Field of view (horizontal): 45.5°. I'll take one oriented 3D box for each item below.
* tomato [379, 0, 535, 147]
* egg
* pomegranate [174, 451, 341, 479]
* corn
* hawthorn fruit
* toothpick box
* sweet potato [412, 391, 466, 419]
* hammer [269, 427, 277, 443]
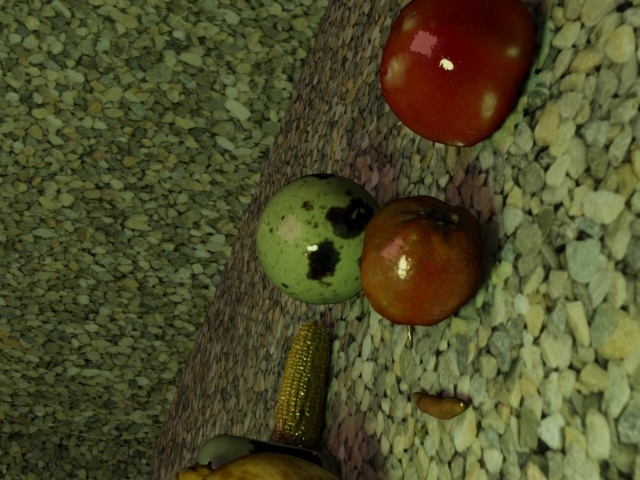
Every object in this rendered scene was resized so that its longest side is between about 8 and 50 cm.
[{"bbox_3d":[0.228,-0.320,1.344,0.298,0.226,0.299,-164,90,-77],"label":"tomato"},{"bbox_3d":[0.000,0.000,1.677,0.379,0.287,0.288,122,162,-78],"label":"egg"},{"bbox_3d":[-0.111,0.534,1.311,0.410,0.409,0.411,-164,90,-73],"label":"pomegranate"},{"bbox_3d":[-0.041,0.342,1.773,0.115,0.115,0.318,131,153,-54],"label":"corn"},{"bbox_3d":[0.160,0.060,1.272,0.211,0.210,0.263,-101,20,-57],"label":"hawthorn fruit"},{"bbox_3d":[-0.143,0.522,1.580,0.229,0.316,0.229,-164,90,-74],"label":"toothpick box"},{"bbox_3d":[0.186,0.267,1.239,0.179,0.044,0.044,155,129,-68],"label":"sweet potato"},{"bbox_3d":[-0.109,0.510,1.825,0.202,0.113,0.306,83,-154,-56],"label":"hammer"}]
